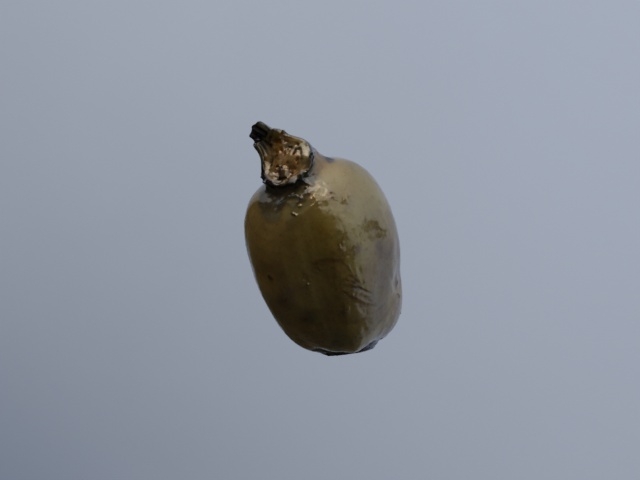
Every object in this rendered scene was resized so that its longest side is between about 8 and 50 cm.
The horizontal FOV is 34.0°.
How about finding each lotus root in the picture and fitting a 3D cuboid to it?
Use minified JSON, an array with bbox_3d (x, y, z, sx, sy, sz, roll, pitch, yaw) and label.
[{"bbox_3d":[0.000,0.000,0.884,0.118,0.125,0.221,24,-46,60],"label":"lotus root"}]
